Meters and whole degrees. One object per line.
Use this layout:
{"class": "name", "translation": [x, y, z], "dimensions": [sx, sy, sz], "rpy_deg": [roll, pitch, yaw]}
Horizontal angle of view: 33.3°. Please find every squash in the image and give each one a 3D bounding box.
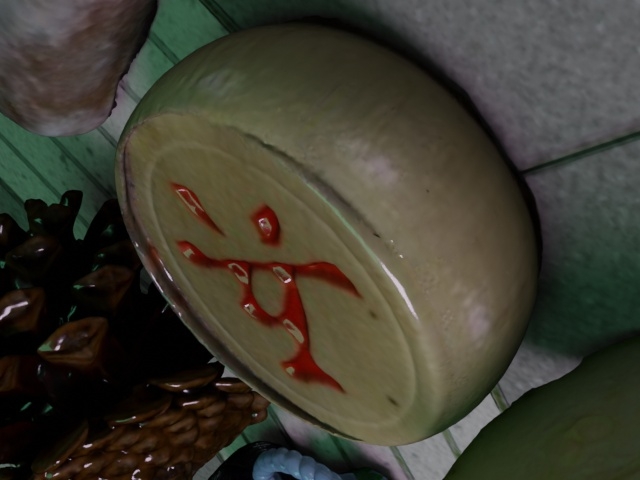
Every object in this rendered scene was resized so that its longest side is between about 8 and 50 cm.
{"class": "squash", "translation": [0.135, 0.121, 0.475], "dimensions": [0.219, 0.219, 0.041], "rpy_deg": [-14, 117, 53]}

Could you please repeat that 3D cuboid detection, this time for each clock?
{"class": "clock", "translation": [0.000, 0.239, 0.861], "dimensions": [0.195, 0.100, 0.194], "rpy_deg": [41, 143, 2]}

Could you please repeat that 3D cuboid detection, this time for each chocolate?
{"class": "chocolate", "translation": [-0.186, -0.176, 0.619], "dimensions": [0.185, 0.100, 0.303], "rpy_deg": [40, 150, 1]}

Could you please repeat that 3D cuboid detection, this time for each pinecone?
{"class": "pinecone", "translation": [-0.172, 0.089, 0.763], "dimensions": [0.264, 0.264, 0.264], "rpy_deg": [28, 143, 24]}

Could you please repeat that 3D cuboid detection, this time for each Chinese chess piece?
{"class": "Chinese chess piece", "translation": [0.000, 0.000, 0.597], "dimensions": [0.250, 0.103, 0.249], "rpy_deg": [30, 146, 24]}
